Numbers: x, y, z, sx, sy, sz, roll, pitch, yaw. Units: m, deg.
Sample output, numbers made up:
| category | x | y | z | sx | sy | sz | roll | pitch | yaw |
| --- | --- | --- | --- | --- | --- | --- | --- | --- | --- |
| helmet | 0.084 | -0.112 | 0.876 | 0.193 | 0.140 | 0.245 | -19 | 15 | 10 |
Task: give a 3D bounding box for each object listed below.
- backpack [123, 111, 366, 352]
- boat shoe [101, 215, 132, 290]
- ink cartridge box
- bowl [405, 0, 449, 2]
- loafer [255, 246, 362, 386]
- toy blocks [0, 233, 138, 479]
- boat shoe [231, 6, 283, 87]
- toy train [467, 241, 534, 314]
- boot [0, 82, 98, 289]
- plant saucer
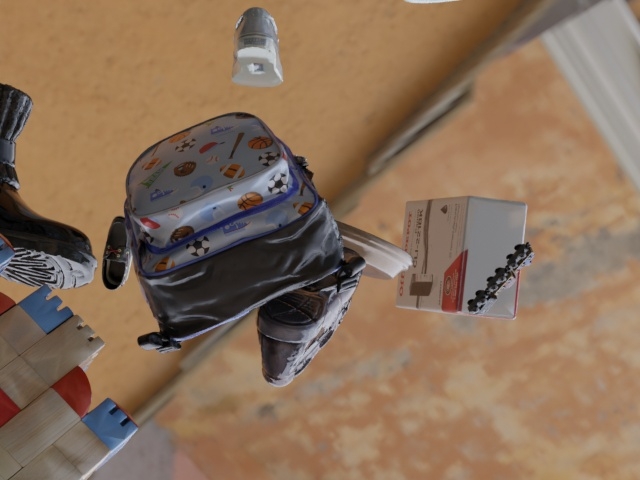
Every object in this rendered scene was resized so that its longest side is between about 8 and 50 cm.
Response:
| category | x | y | z | sx | sy | sz | roll | pitch | yaw |
| --- | --- | --- | --- | --- | --- | --- | --- | --- | --- |
| backpack | -0.120 | -0.027 | 1.772 | 0.276 | 0.213 | 0.263 | -19 | -157 | -7 |
| boat shoe | -0.346 | 0.022 | 2.527 | 0.048 | 0.133 | 0.042 | 13 | -155 | 9 |
| ink cartridge box | 0.236 | 0.029 | 2.543 | 0.273 | 0.114 | 0.197 | 178 | -81 | -71 |
| bowl | 0.226 | -0.397 | 1.812 | 0.289 | 0.156 | 0.289 | -11 | -179 | 0 |
| loafer | -0.022 | 0.088 | 1.886 | 0.109 | 0.095 | 0.302 | 15 | -159 | 10 |
| toy blocks | -0.350 | 0.154 | 1.599 | 0.261 | 0.381 | 0.191 | -40 | 173 | -48 |
| boat shoe | -0.093 | -0.290 | 2.228 | 0.227 | 0.079 | 0.081 | 106 | -12 | -79 |
| toy train | 0.284 | 0.061 | 2.305 | 0.158 | 0.036 | 0.027 | -53 | -145 | 32 |
| boot | -0.449 | -0.091 | 2.129 | 0.347 | 0.131 | 0.260 | 16 | -113 | 10 |
| plant saucer | 0.000 | 0.000 | 2.158 | 0.278 | 0.278 | 0.041 | 8 | -104 | 58 |
